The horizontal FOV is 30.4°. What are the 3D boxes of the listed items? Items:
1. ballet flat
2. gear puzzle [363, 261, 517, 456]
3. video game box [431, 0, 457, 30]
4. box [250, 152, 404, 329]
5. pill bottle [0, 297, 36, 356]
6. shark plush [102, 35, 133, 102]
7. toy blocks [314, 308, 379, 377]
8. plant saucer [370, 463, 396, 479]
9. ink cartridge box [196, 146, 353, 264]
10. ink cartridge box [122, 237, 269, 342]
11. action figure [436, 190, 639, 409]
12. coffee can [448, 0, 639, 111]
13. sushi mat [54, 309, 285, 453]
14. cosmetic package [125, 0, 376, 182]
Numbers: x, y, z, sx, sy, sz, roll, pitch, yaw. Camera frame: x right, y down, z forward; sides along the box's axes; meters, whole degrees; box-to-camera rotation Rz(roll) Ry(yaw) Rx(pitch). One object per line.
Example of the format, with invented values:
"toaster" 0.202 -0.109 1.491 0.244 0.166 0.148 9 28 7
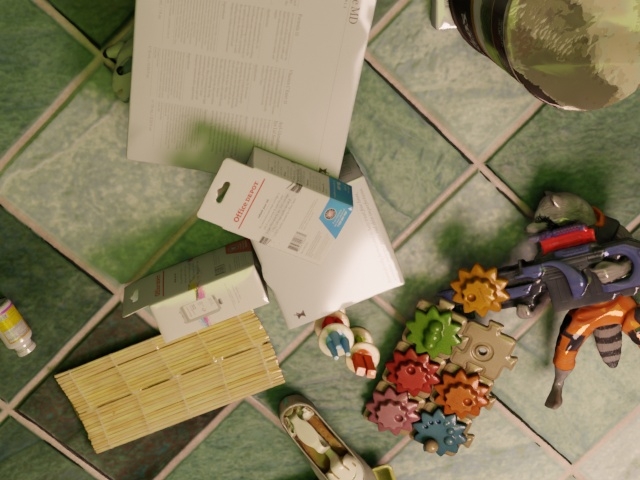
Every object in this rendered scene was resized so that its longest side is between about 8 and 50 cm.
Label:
"ballet flat" 0.010 0.327 1.792 0.072 0.068 0.213 -40 93 1
"gear puzzle" 0.195 0.181 1.749 0.176 0.044 0.338 24 118 1
"video game box" 0.245 -0.393 1.596 0.187 0.048 0.205 -2 111 -5
"box" 0.000 0.000 1.672 0.182 0.119 0.181 -21 112 1
"pill bottle" -0.446 0.127 1.700 0.043 0.043 0.083 -28 112 3
"shark plush" -0.225 -0.260 1.598 0.161 0.073 0.067 -48 130 -11
"toy blocks" 0.042 0.157 1.719 0.054 0.148 0.123 -39 110 8
"plant saucer" 0.045 0.450 1.884 0.188 0.045 0.188 -18 111 0
"ink cartridge box" -0.059 -0.051 1.536 0.180 0.060 0.104 22 121 -14
"ink cartridge box" -0.179 0.076 1.679 0.198 0.115 0.067 -20 112 1
"action figure" 0.363 0.081 1.762 0.341 0.178 0.330 -6 108 27
"coffee can" 0.289 -0.292 1.467 0.202 0.275 0.201 -3 111 -7
"sushi mat" -0.222 0.207 1.772 0.317 0.019 0.151 -21 110 0
"cosmetic package" -0.086 -0.249 1.473 0.285 0.097 0.377 11 131 -2
